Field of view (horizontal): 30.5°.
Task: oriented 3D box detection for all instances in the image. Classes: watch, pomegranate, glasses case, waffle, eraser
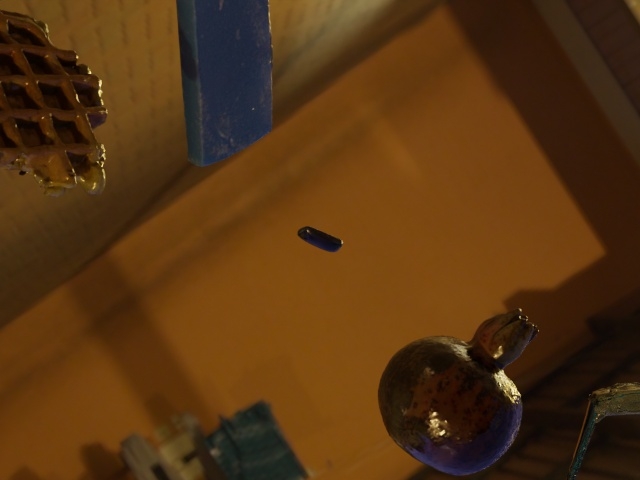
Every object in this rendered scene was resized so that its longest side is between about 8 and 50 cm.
[{"bbox_3d":[0.459,0.369,1.854,0.276,0.275,0.068,-9,-177,2],"label":"watch"},{"bbox_3d":[0.278,0.269,2.209,0.341,0.285,0.285,-53,180,5],"label":"pomegranate"},{"bbox_3d":[0.000,0.000,2.075,0.033,0.083,0.023,-31,-138,53],"label":"glasses case"},{"bbox_3d":[-0.363,-0.152,1.243,0.300,0.282,0.058,16,141,-30],"label":"waffle"},{"bbox_3d":[-0.130,-0.259,1.616,0.144,0.042,0.312,-32,137,-37],"label":"eraser"}]
